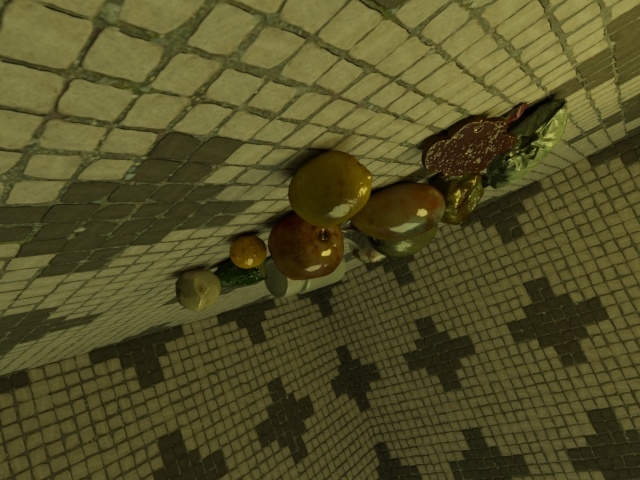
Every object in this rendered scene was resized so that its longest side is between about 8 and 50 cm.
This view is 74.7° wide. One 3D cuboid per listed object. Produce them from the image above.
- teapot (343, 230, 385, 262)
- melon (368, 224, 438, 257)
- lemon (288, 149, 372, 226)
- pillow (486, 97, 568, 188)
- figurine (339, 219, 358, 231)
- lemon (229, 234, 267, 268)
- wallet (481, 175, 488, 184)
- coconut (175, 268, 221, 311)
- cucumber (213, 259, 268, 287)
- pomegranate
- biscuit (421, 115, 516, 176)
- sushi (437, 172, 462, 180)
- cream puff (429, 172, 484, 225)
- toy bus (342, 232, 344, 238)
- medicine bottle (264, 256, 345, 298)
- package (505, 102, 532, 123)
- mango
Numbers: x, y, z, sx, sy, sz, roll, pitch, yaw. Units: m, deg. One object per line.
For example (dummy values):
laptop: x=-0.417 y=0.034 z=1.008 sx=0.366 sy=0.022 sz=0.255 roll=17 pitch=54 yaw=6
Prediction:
teapot: x=0.247 y=0.007 z=2.001 sx=0.298 sy=0.204 sz=0.139 roll=5 pitch=157 yaw=13
melon: x=0.352 y=-0.055 z=1.795 sx=0.329 sy=0.248 sz=0.248 roll=-15 pitch=168 yaw=-30
lemon: x=0.022 y=-0.122 z=0.991 sx=0.207 sy=0.170 sz=0.170 roll=-33 pitch=167 yaw=20
pillow: x=0.678 y=-0.312 z=1.375 sx=0.283 sy=0.138 sz=0.310 roll=-45 pitch=164 yaw=6
figurine: x=0.092 y=-0.056 z=1.661 sx=0.260 sy=0.103 sz=0.205 roll=-33 pitch=170 yaw=5
lemon: x=-0.241 y=0.037 z=1.415 sx=0.114 sy=0.114 sz=0.155 roll=-27 pitch=176 yaw=26
wallet: x=0.717 y=-0.267 z=2.033 sx=0.245 sy=0.052 sz=0.168 roll=-5 pitch=161 yaw=-44
coconut: x=-0.471 y=0.186 z=1.582 sx=0.161 sy=0.161 sz=0.162 roll=-29 pitch=165 yaw=36
cucumber: x=-0.340 y=0.127 z=1.676 sx=0.244 sy=0.134 sz=0.134 roll=-20 pitch=171 yaw=14
pomegranate: x=-0.051 y=0.021 z=1.409 sx=0.252 sy=0.229 sz=0.270 roll=-16 pitch=174 yaw=-27
biscuit: x=0.433 y=-0.276 z=1.225 sx=0.290 sy=0.041 sz=0.208 roll=-11 pitch=144 yaw=-9
sushi: x=0.455 y=-0.259 z=1.387 sx=0.097 sy=0.103 sz=0.226 roll=-37 pitch=175 yaw=-13
cream puff: x=0.542 y=-0.201 z=1.713 sx=0.282 sy=0.185 sz=0.282 roll=-31 pitch=137 yaw=-34
toy bus: x=0.000 y=0.000 z=1.788 sx=0.203 sy=0.090 sz=0.063 roll=-20 pitch=170 yaw=-6
medicine bottle: x=-0.073 y=0.143 z=2.034 sx=0.371 sy=0.211 sz=0.211 roll=-13 pitch=166 yaw=-40
package: x=0.576 y=-0.374 z=1.232 sx=0.059 sy=0.029 sz=0.083 roll=-18 pitch=161 yaw=-41
mango: x=0.282 y=-0.106 z=1.548 sx=0.384 sy=0.199 sz=0.221 roll=-3 pitch=144 yaw=-13
